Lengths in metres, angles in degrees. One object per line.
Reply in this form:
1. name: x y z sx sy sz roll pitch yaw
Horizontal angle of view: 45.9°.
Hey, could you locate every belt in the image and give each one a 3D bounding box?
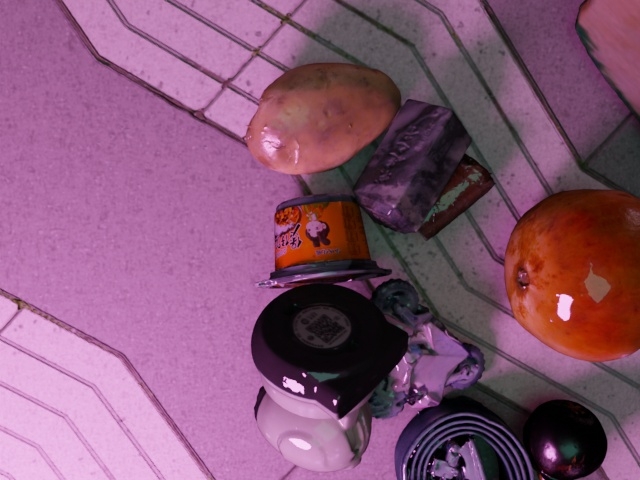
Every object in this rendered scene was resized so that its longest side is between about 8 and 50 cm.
1. belt: 0.235 0.386 1.201 0.206 0.116 0.268 -26 96 0

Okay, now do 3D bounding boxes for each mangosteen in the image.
1. mangosteen: 0.382 0.330 1.199 0.137 0.137 0.151 12 112 -5

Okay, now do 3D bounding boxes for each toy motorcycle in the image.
1. toy motorcycle: 0.126 0.193 1.174 0.239 0.108 0.204 44 93 -7

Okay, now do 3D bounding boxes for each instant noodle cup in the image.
1. instant noodle cup: 0.000 0.000 1.121 0.208 0.177 0.126 -2 83 -34

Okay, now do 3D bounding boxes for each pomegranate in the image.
1. pomegranate: 0.413 0.052 1.121 0.270 0.229 0.252 4 89 -16

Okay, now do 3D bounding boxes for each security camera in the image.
1. security camera: -0.004 0.218 1.104 0.191 0.197 0.277 28 135 28

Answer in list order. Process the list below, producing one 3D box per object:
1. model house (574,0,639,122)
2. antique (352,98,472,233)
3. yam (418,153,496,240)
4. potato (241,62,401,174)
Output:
1. model house: 0.626 -0.321 1.061 0.342 0.334 0.382 -42 93 -8
2. antique: 0.132 -0.105 1.114 0.183 0.088 0.086 -59 140 -9
3. yam: 0.193 -0.068 1.165 0.141 0.079 0.079 -41 98 2
4. potato: -0.001 -0.188 1.118 0.234 0.128 0.161 -38 114 -3
